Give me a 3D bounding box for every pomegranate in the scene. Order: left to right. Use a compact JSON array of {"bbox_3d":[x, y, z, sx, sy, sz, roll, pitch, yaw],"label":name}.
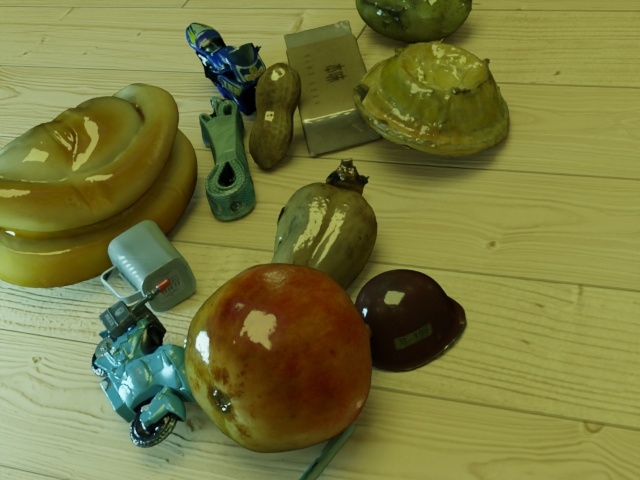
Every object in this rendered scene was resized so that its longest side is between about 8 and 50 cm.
[{"bbox_3d":[-0.041,0.154,1.596,0.270,0.229,0.252,-25,74,-37],"label":"pomegranate"}]

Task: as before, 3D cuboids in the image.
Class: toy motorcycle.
[{"bbox_3d":[-0.237,0.176,1.726,0.182,0.123,0.272,-40,40,-5],"label":"toy motorcycle"},{"bbox_3d":[-0.165,-0.324,2.264,0.113,0.169,0.315,-32,42,-16],"label":"toy motorcycle"}]

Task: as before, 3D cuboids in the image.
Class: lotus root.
[{"bbox_3d":[0.000,0.000,1.845,0.154,0.140,0.257,18,59,18],"label":"lotus root"}]

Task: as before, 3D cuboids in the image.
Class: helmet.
[{"bbox_3d":[0.122,0.096,1.713,0.175,0.106,0.155,-13,39,-2],"label":"helmet"}]

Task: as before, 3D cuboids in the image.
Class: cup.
[{"bbox_3d":[-0.286,0.050,1.921,0.128,0.095,0.129,-32,43,-15],"label":"cup"}]

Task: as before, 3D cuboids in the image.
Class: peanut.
[{"bbox_3d":[-0.085,-0.222,2.123,0.089,0.089,0.192,13,91,32],"label":"peanut"}]

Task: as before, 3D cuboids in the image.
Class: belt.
[{"bbox_3d":[-0.173,-0.151,2.136,0.087,0.072,0.302,-18,39,5],"label":"belt"}]

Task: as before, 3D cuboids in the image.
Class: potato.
[{"bbox_3d":[0.177,-0.471,2.337,0.248,0.143,0.169,20,41,38],"label":"potato"}]

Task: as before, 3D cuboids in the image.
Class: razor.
[{"bbox_3d":[-0.014,0.312,1.556,0.084,0.036,0.211,15,49,30],"label":"razor"}]

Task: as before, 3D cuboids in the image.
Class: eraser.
[{"bbox_3d":[0.019,-0.295,2.236,0.144,0.078,0.343,-14,39,1],"label":"eraser"}]

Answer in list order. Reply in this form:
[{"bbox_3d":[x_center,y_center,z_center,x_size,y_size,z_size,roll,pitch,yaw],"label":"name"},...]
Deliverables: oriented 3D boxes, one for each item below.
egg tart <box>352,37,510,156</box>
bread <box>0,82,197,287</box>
[{"bbox_3d":[0.196,-0.255,2.040,0.290,0.115,0.290,5,38,-4],"label":"egg tart"},{"bbox_3d":[-0.420,-0.112,2.037,0.424,0.245,0.329,-33,41,-26],"label":"bread"}]
